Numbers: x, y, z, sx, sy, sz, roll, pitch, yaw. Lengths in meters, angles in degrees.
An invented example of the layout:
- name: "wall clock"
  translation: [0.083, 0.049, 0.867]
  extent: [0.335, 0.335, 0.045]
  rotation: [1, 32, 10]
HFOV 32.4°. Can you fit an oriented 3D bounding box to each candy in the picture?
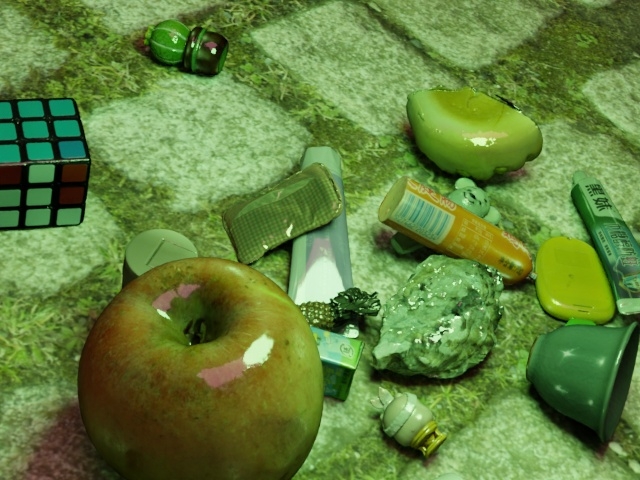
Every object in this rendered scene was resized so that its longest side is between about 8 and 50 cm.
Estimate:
- name: "candy"
  translation: [-0.037, 0.178, 1.716]
  extent: [0.194, 0.097, 0.062]
  rotation: [16, 50, 1]

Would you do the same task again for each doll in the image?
- name: "doll"
  translation: [0.137, 0.274, 1.699]
  extent: [0.127, 0.073, 0.084]
  rotation: [42, 19, 18]

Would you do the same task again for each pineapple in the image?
- name: "pineapple"
  translation: [0.023, 0.119, 1.786]
  extent: [0.159, 0.074, 0.074]
  rotation: [-19, 55, -19]

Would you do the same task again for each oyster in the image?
- name: "oyster"
  translation: [0.200, 0.129, 1.813]
  extent: [0.198, 0.112, 0.267]
  rotation: [20, 50, 4]

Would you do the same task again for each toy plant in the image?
- name: "toy plant"
  translation: [-0.267, -0.384, 2.170]
  extent: [0.162, 0.093, 0.093]
  rotation: [19, 47, 2]

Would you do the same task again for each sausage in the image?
- name: "sausage"
  translation: [0.253, -0.004, 1.919]
  extent: [0.312, 0.093, 0.093]
  rotation: [27, 44, -17]

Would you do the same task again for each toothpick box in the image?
- name: "toothpick box"
  translation: [-0.251, 0.079, 1.691]
  extent: [0.111, 0.180, 0.111]
  rotation: [8, 47, -8]

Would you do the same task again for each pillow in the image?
- name: "pillow"
  translation: [-0.065, -0.051, 1.902]
  extent: [0.211, 0.034, 0.135]
  rotation: [-29, 51, 3]

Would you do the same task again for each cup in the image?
- name: "cup"
  translation: [0.413, 0.207, 1.769]
  extent: [0.150, 0.199, 0.199]
  rotation: [15, 44, 24]

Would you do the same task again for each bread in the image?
- name: "bread"
  translation: [0.273, -0.190, 2.096]
  extent: [0.261, 0.158, 0.156]
  rotation: [32, 57, 25]

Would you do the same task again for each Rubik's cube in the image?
- name: "Rubik's cube"
  translation: [-0.479, -0.128, 1.836]
  extent: [0.162, 0.163, 0.160]
  rotation: [-4, 50, -23]

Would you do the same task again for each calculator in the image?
- name: "calculator"
  translation: [0.457, 0.081, 1.975]
  extent: [0.146, 0.032, 0.235]
  rotation: [8, 45, -7]

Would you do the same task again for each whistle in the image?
- name: "whistle"
  translation: [0.224, -0.039, 1.997]
  extent: [0.236, 0.077, 0.114]
  rotation: [-27, 71, -31]

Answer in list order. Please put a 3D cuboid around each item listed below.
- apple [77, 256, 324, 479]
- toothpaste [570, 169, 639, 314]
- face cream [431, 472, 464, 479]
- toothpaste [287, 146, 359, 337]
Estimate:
- name: "apple"
  translation: [-0.155, 0.203, 1.523]
  extent: [0.338, 0.305, 0.338]
  rotation: [-2, 48, 3]
- name: "toothpaste"
  translation: [0.534, -0.006, 2.027]
  extent: [0.099, 0.061, 0.392]
  rotation: [-9, 41, -3]
- name: "face cream"
  translation: [0.094, 0.412, 1.547]
  extent: [0.269, 0.082, 0.082]
  rotation: [-19, 56, -29]
- name: "toothpaste"
  translation: [0.000, 0.000, 1.906]
  extent: [0.125, 0.080, 0.371]
  rotation: [5, 54, -9]
